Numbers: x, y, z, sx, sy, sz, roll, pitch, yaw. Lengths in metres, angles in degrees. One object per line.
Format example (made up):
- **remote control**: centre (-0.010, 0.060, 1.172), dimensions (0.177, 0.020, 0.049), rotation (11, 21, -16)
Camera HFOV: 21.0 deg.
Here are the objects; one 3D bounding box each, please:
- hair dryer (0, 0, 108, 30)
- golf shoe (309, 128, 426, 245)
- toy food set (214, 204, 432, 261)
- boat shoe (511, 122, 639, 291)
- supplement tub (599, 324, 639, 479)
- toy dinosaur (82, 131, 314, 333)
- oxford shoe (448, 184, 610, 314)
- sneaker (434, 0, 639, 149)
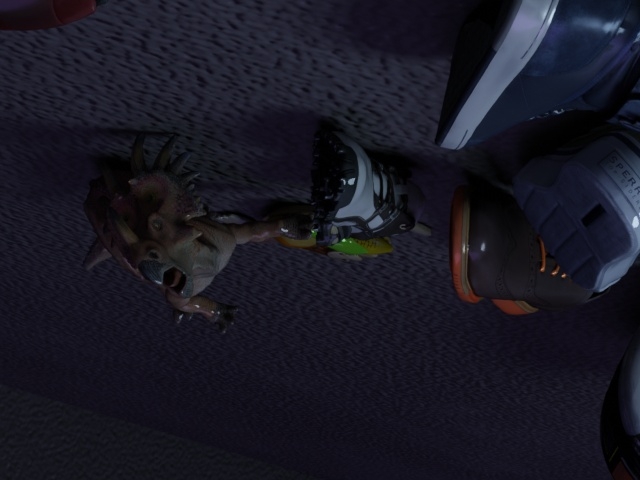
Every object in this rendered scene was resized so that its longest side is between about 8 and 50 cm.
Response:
- **hair dryer**: centre (-0.189, -0.191, 0.949), dimensions (0.293, 0.080, 0.223), rotation (-18, 149, 33)
- **golf shoe**: centre (0.038, -0.044, 1.366), dimensions (0.093, 0.077, 0.198), rotation (-1, 172, 0)
- **toy food set**: centre (0.000, 0.000, 1.600), dimensions (0.132, 0.039, 0.192), rotation (21, 162, -36)
- **boat shoe**: centre (0.212, -0.032, 1.218), dimensions (0.094, 0.109, 0.302), rotation (-33, 180, -5)
- **supplement tub**: centre (0.378, 0.169, 1.658), dimensions (0.207, 0.207, 0.338), rotation (8, 166, 6)
- **toy dinosaur**: centre (-0.149, -0.016, 1.500), dimensions (0.200, 0.127, 0.295), rotation (31, 168, -36)
- **oxford shoe**: centre (0.174, 0.007, 1.423), dimensions (0.098, 0.097, 0.271), rotation (0, 173, 22)
- **sneaker**: centre (0.164, -0.092, 1.040), dimensions (0.163, 0.086, 0.226), rotation (15, 164, -8)
